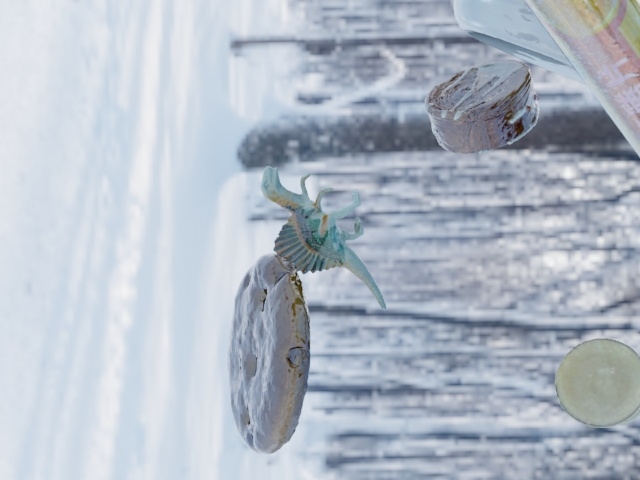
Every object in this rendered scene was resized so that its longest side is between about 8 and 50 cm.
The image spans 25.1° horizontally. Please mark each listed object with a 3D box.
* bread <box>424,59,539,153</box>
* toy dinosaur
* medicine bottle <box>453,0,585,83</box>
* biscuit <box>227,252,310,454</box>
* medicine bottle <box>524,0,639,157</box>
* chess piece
[{"bbox_3d":[0.228,-0.186,1.998,0.160,0.160,0.073,-89,159,-61],"label":"bread"},{"bbox_3d":[0.000,0.001,1.588,0.044,0.106,0.187,-142,-143,-76],"label":"toy dinosaur"},{"bbox_3d":[0.310,-0.346,1.635,0.245,0.245,0.306,-82,-166,-84],"label":"medicine bottle"},{"bbox_3d":[-0.058,0.116,1.478,0.212,0.036,0.212,-176,-90,-69],"label":"biscuit"},{"bbox_3d":[0.335,-0.150,1.451,0.426,0.108,0.108,47,21,-24],"label":"medicine bottle"},{"bbox_3d":[0.296,0.150,1.477,0.200,0.090,0.090,27,61,-73],"label":"chess piece"}]
